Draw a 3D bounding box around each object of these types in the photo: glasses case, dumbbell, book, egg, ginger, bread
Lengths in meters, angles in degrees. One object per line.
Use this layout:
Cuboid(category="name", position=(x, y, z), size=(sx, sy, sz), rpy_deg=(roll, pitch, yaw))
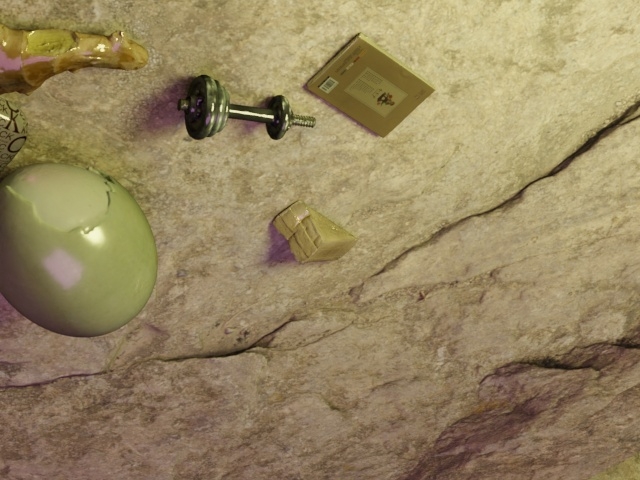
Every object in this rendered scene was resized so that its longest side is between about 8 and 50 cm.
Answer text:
Cuboid(category="glasses case", position=(-0.619, -0.127, 1.893), size=(0.137, 0.085, 0.354), rpy_deg=(25, 134, -36))
Cuboid(category="dumbbell", position=(-0.124, -0.218, 1.949), size=(0.254, 0.110, 0.110), rpy_deg=(4, 134, -28))
Cuboid(category="book", position=(0.090, -0.270, 2.006), size=(0.198, 0.016, 0.138), rpy_deg=(29, 122, -36))
Cuboid(category="egg", position=(-0.436, 0.004, 1.960), size=(0.278, 0.278, 0.336), rpy_deg=(-19, 139, 5))
Cuboid(category="ginger", position=(-0.419, -0.286, 1.813), size=(0.294, 0.086, 0.131), rpy_deg=(-3, 132, -18))
Cuboid(category="bread", position=(-0.007, -0.017, 2.236), size=(0.077, 0.105, 0.152), rpy_deg=(-39, 163, 24))
